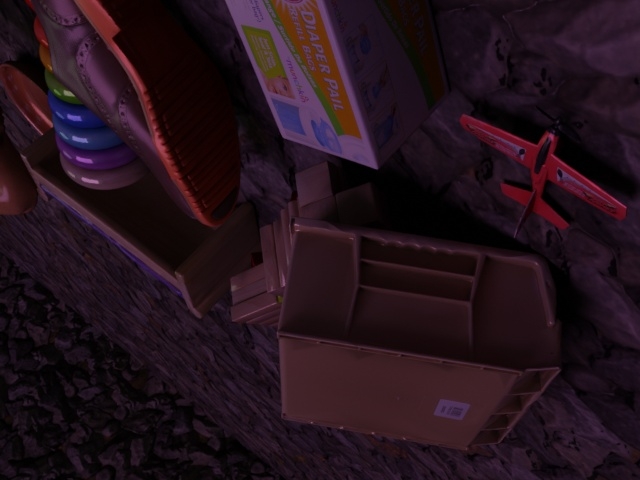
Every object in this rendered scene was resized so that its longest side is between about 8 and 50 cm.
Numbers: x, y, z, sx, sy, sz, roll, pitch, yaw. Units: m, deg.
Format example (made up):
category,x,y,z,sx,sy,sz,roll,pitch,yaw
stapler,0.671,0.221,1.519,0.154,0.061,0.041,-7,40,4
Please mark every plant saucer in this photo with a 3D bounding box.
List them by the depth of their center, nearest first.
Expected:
category,x,y,z,sx,sy,sz,roll,pitch,yaw
plant saucer,-0.458,-0.224,1.339,0.200,0.037,0.200,35,156,18

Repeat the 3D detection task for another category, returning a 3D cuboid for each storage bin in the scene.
category,x,y,z,sx,sy,sz,roll,pitch,yaw
storage bin,0.087,0.110,0.824,0.260,0.123,0.262,9,150,3

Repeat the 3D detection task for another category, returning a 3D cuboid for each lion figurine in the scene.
category,x,y,z,sx,sy,sz,roll,pitch,yaw
lion figurine,-0.519,-0.134,1.200,0.240,0.142,0.392,12,159,19

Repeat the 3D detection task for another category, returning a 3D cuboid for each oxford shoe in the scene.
category,x,y,z,sx,sy,sz,roll,pitch,yaw
oxford shoe,-0.203,-0.173,0.875,0.132,0.130,0.364,-6,120,34

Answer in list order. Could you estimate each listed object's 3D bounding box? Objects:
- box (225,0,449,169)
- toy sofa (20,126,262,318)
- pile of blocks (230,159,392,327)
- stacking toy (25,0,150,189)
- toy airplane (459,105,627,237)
category,x,y,z,sx,sy,sz,roll,pitch,yaw
box,0.009,-0.172,0.604,0.114,0.103,0.203,23,149,39
toy sofa,-0.264,-0.040,1.200,0.362,0.150,0.177,34,154,21
pile of blocks,0.000,0.000,0.943,0.362,0.148,0.113,135,131,-58
stacking toy,-0.299,-0.218,0.993,0.141,0.141,0.330,32,150,24
toy airplane,0.178,-0.050,0.637,0.151,0.028,0.151,36,156,19
